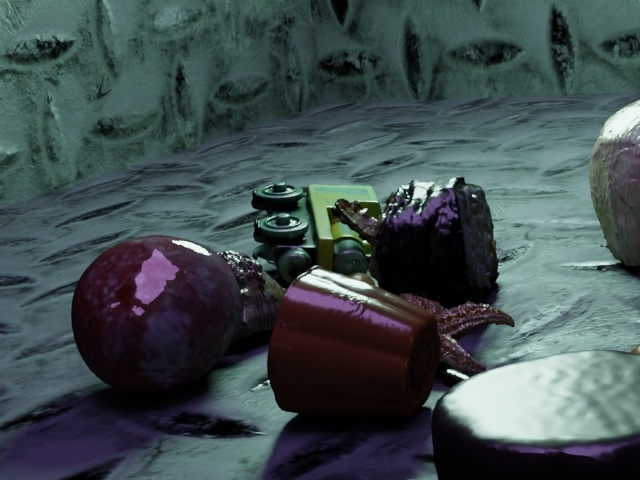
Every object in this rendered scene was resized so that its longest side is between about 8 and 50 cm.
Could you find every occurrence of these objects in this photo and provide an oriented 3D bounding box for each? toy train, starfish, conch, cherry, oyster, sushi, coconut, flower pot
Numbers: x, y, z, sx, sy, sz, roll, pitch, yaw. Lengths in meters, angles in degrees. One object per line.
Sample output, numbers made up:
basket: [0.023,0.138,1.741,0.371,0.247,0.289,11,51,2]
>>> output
toy train: [0.000,0.000,2.510,0.237,0.150,0.369,1,18,-4]
starfish: [0.149,0.126,1.994,0.216,0.071,0.238,-29,32,-10]
conch: [-0.126,0.099,2.245,0.245,0.163,0.178,3,37,-36]
cherry: [-0.230,0.101,2.067,0.236,0.213,0.285,-25,32,19]
oyster: [0.070,-0.019,2.410,0.086,0.029,0.132,2,47,-44]
sushi: [0.172,0.007,2.233,0.171,0.211,0.350,-10,7,13]
coconut: [0.570,-0.105,2.330,0.297,0.254,0.297,-8,15,2]
flower pot: [0.050,0.140,1.825,0.173,0.190,0.190,12,20,23]

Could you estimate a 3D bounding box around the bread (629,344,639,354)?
bread: [0.410,0.170,1.650,0.092,0.074,0.239,-15,13,-5]

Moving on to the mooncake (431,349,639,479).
mooncake: [0.251,0.210,1.419,0.283,0.141,0.283,-6,17,2]

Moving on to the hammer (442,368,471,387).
hammer: [0.230,0.194,1.684,0.125,0.027,0.297,-9,15,-25]

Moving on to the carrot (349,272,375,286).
carrot: [0.032,0.105,2.226,0.059,0.059,0.248,-4,16,20]
